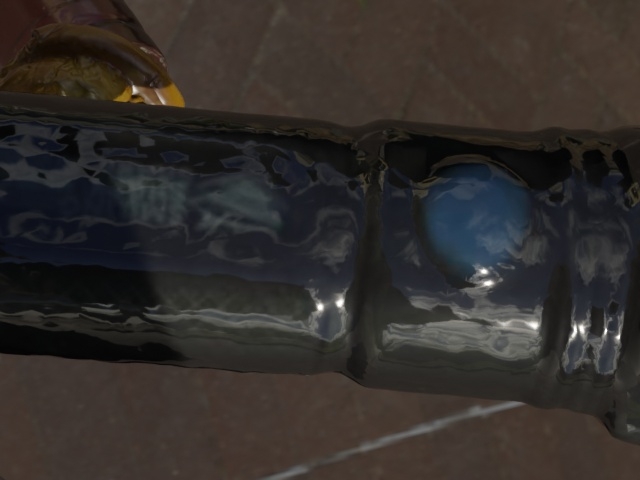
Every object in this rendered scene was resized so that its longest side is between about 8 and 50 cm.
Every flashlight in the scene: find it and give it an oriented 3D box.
[{"bbox_3d":[0.000,0.000,0.517,0.424,0.103,0.103,6,66,-5],"label":"flashlight"}]

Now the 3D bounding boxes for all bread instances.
[{"bbox_3d":[-0.096,-0.044,0.666,0.081,0.083,0.046,16,38,8],"label":"bread"}]

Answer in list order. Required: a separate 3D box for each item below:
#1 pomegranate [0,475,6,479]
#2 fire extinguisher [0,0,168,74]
[{"bbox_3d":[-0.223,0.202,0.577,0.323,0.291,0.291,-44,115,2],"label":"pomegranate"},{"bbox_3d":[-0.252,-0.229,1.334,0.337,0.114,0.135,54,4,28],"label":"fire extinguisher"}]
